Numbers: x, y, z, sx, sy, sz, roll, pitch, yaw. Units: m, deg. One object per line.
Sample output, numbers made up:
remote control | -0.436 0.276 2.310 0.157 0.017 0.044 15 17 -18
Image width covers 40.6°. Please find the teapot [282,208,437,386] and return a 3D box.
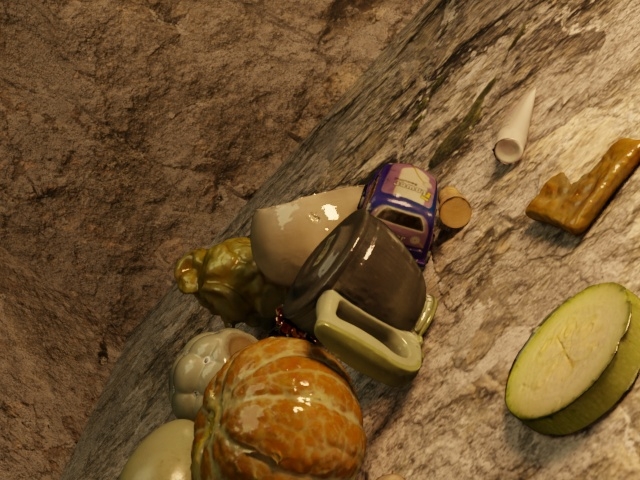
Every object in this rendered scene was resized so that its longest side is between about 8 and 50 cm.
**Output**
teapot | 0.094 0.100 1.493 0.239 0.239 0.321 -54 10 -5

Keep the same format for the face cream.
face cream | 0.393 -0.234 1.738 0.092 0.058 0.243 -47 9 36

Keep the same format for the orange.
orange | -0.071 0.320 1.406 0.329 0.249 0.329 -45 29 33

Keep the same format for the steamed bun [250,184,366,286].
steamed bun | 0.000 0.000 1.953 0.324 0.206 0.324 -12 1 0

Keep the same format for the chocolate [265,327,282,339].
chocolate | -0.110 0.245 2.125 0.072 0.070 0.147 -23 17 1

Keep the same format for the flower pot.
flower pot | -0.215 0.316 1.934 0.195 0.246 0.246 -46 16 27

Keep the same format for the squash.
squash | 0.322 0.147 1.092 0.219 0.041 0.219 -50 10 12

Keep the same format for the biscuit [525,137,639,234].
biscuit | 0.411 -0.089 1.361 0.174 0.039 0.183 -54 15 -2

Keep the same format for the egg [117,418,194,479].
egg | -0.302 0.501 1.765 0.218 0.218 0.295 -38 31 43

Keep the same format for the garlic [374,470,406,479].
garlic | 0.087 0.371 1.208 0.084 0.066 0.152 -37 23 50

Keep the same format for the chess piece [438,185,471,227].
chess piece | 0.264 -0.074 1.730 0.066 0.066 0.122 -48 11 16

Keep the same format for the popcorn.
popcorn | -0.203 0.098 2.315 0.334 0.292 0.293 -23 27 53

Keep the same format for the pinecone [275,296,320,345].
pinecone | -0.028 0.173 1.907 0.121 0.140 0.140 -26 28 40

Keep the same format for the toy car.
toy car | 0.160 -0.069 1.715 0.235 0.172 0.158 -73 1 -50
